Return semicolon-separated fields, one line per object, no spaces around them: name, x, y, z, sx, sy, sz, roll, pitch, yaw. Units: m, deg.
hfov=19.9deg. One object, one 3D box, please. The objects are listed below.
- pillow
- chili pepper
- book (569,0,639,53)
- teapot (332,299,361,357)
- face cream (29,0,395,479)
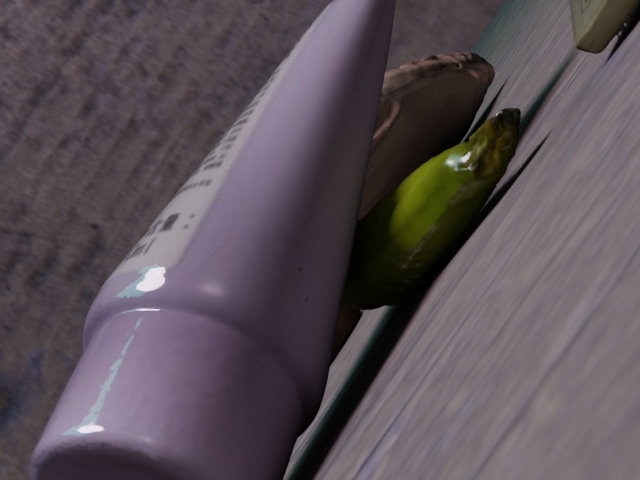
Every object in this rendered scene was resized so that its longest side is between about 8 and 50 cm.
pillow;0.000;0.000;1.129;0.270;0.067;0.173;-56;-17;22
chili pepper;0.035;-0.001;0.739;0.049;0.043;0.208;-29;-3;-18
book;0.117;-0.206;0.646;0.170;0.018;0.242;115;162;-45
teapot;-0.028;0.053;1.003;0.076;0.068;0.121;-55;1;30
face cream;-0.027;0.000;0.742;0.154;0.096;0.274;118;175;-53
